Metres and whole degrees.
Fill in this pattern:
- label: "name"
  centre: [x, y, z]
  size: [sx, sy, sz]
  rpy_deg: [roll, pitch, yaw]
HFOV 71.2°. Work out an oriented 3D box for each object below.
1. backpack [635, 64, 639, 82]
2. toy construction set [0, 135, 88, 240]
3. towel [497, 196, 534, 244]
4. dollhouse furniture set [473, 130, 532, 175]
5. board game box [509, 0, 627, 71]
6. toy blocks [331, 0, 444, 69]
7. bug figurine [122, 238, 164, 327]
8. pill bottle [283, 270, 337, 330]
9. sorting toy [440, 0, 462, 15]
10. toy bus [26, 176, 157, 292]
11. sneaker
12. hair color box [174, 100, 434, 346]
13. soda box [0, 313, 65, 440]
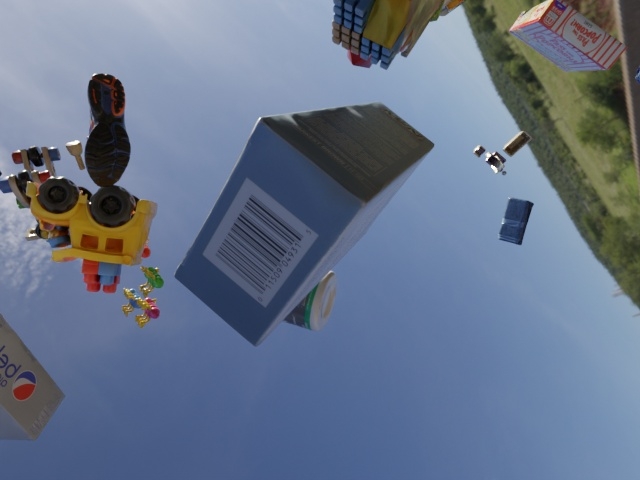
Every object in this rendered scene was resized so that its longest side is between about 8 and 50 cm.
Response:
- label: "backpack"
  centre: [0.703, -0.328, 0.810]
  size: [0.173, 0.158, 0.116]
  rpy_deg: [34, -108, 9]
- label: "toy construction set"
  centre: [-0.732, -0.132, 1.246]
  size: [0.309, 0.258, 0.237]
  rpy_deg: [-34, -48, -36]
- label: "towel"
  centre: [0.511, -0.052, 1.175]
  size: [0.029, 0.067, 0.119]
  rpy_deg: [-2, -73, -41]
- label: "dollhouse furniture set"
  centre: [0.446, -0.216, 1.071]
  size: [0.091, 0.114, 0.081]
  rpy_deg: [33, -150, -20]
- label: "board game box"
  centre: [0.438, -0.368, 0.812]
  size: [0.147, 0.045, 0.193]
  rpy_deg: [33, -159, -3]
- label: "toy blocks"
  centre: [0.114, -0.388, 0.665]
  size: [0.191, 0.260, 0.381]
  rpy_deg: [30, 171, 8]
- label: "bug figurine"
  centre: [-0.543, 0.131, 1.370]
  size: [0.072, 0.278, 0.216]
  rpy_deg: [-7, -145, -42]
- label: "pill bottle"
  centre: [-0.143, 0.158, 1.489]
  size: [0.204, 0.362, 0.204]
  rpy_deg: [14, -90, -73]
- label: "sorting toy"
  centre: [0.381, -0.633, 1.120]
  size: [0.038, 0.193, 0.208]
  rpy_deg: [57, -155, -7]
- label: "toy bus"
  centre: [-0.453, -0.005, 0.878]
  size: [0.221, 0.149, 0.211]
  rpy_deg: [10, -93, -12]
- label: "sneaker"
  centre: [-0.422, -0.212, 0.892]
  size: [0.083, 0.087, 0.221]
  rpy_deg: [4, -97, -24]
- label: "hair color box"
  centre: [0.014, -0.054, 0.542]
  size: [0.114, 0.185, 0.374]
  rpy_deg: [40, -152, 6]
- label: "soda box"
  centre: [-0.528, 0.196, 0.696]
  size: [0.091, 0.098, 0.286]
  rpy_deg: [-79, -16, -52]
